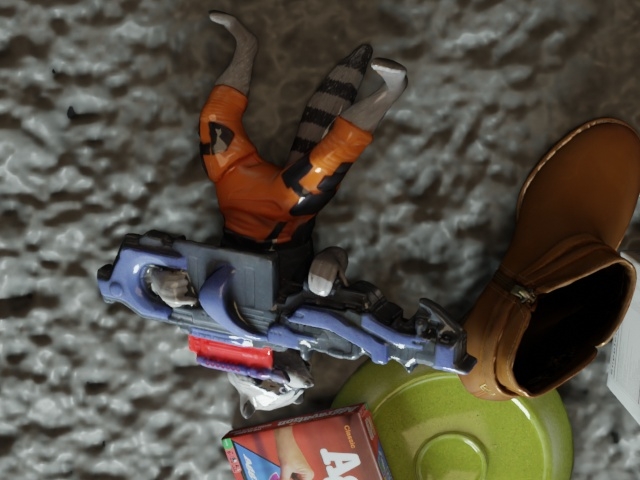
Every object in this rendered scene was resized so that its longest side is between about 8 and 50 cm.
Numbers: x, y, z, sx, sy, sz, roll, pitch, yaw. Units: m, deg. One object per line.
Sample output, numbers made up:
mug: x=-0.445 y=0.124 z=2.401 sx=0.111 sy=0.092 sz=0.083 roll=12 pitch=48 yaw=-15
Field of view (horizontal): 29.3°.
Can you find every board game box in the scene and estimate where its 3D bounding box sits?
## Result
board game box: x=0.020 y=0.294 z=1.134 sx=0.145 sy=0.027 sz=0.281 roll=-16 pitch=100 yaw=22

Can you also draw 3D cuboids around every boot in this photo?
boot: x=0.206 y=0.010 z=1.009 sx=0.109 sy=0.220 sz=0.283 roll=40 pitch=85 yaw=-2

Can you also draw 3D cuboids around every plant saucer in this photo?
plant saucer: x=0.120 y=0.206 z=1.141 sx=0.241 sy=0.037 sz=0.241 roll=0 pitch=98 yaw=0

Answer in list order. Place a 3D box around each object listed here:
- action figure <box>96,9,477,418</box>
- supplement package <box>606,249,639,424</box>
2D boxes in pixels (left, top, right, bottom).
action figure: x=0.000 y=0.000 z=1.042 sx=0.341 sy=0.178 sz=0.330 roll=18 pitch=104 yaw=21
supplement package: x=0.337 y=0.095 z=1.021 sx=0.133 sy=0.244 sz=0.139 roll=4 pitch=100 yaw=-1
